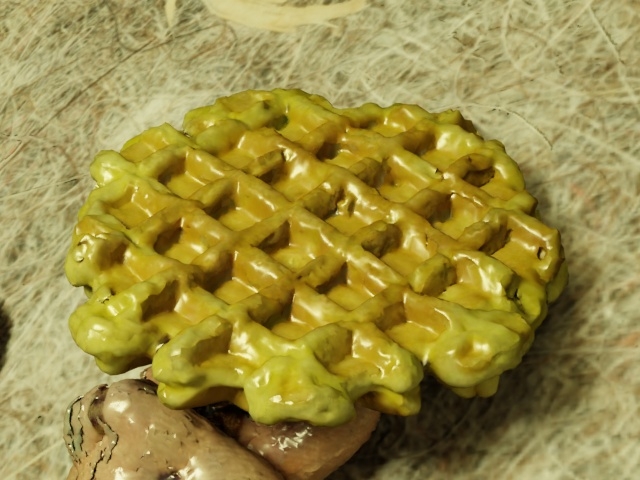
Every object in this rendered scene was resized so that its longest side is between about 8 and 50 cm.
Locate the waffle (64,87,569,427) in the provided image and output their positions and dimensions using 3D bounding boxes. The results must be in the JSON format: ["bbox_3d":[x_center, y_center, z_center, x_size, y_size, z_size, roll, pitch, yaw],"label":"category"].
[{"bbox_3d":[0.000,0.000,0.763,0.302,0.068,0.325,2,39,-5],"label":"waffle"}]

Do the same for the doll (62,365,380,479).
[{"bbox_3d":[-0.070,0.098,0.765,0.201,0.156,0.303,-10,46,35],"label":"doll"}]
